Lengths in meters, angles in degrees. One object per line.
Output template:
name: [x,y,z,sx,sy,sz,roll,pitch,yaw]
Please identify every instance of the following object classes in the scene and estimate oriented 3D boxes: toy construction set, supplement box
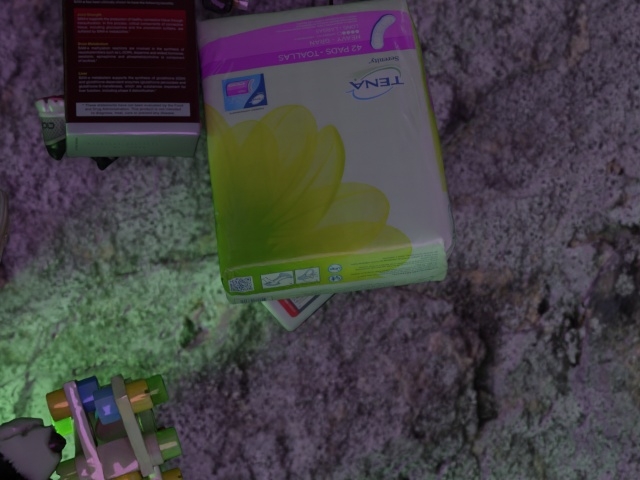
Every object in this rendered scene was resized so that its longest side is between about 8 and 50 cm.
toy construction set: [-0.188,0.277,1.260,0.151,0.215,0.327,-4,97,-10]
supplement box: [-0.189,-0.205,1.240,0.130,0.073,0.239,0,76,-11]

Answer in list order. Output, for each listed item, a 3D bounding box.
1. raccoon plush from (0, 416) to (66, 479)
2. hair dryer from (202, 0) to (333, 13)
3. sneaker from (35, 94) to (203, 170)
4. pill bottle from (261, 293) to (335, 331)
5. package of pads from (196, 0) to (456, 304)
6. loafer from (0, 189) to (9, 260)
raccoon plush: [-0.450,0.239,1.177,0.446,0.216,0.299,-23,92,21]
hair dryer: [-0.015,-0.366,1.309,0.224,0.080,0.293,2,103,-25]
sneaker: [-0.207,-0.109,1.294,0.170,0.063,0.074,2,103,-13]
pill bottle: [0.000,0.000,1.321,0.180,0.108,0.108,-41,102,-5]
package of pads: [0.004,-0.091,1.243,0.229,0.101,0.296,-7,67,-1]
loafer: [-0.346,0.006,1.294,0.045,0.039,0.125,16,90,21]
